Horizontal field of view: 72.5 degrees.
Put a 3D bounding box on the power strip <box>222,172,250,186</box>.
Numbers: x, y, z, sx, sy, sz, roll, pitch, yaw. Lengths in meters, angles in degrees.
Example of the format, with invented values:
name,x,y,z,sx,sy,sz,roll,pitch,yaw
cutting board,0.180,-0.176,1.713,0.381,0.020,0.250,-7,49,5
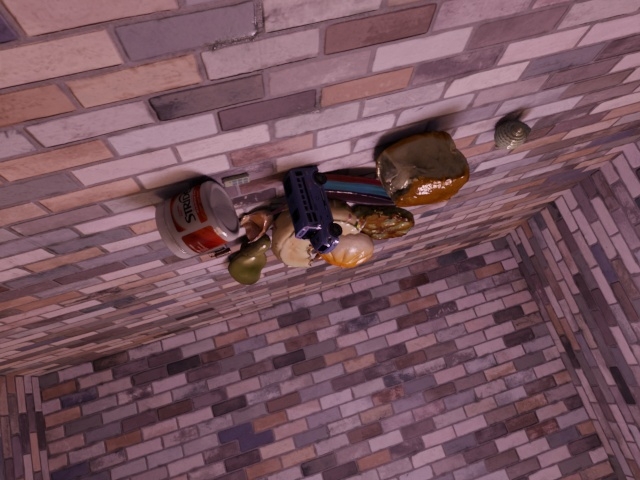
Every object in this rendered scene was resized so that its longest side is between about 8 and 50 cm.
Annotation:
name,x,y,z,sx,sy,sz,roll,pitch,yaw
power strip,-0.270,-0.193,1.402,0.090,0.016,0.040,-15,163,-12

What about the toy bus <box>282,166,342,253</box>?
name,x,y,z,sx,sy,sz,roll,pitch,yaw
toy bus,-0.034,-0.098,1.476,0.133,0.291,0.125,-6,160,-27

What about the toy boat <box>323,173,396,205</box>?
name,x,y,z,sx,sy,sz,roll,pitch,yaw
toy boat,0.155,-0.188,1.664,0.393,0.079,0.136,5,154,-25

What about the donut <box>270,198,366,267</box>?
name,x,y,z,sx,sy,sz,roll,pitch,yaw
donut,-0.043,-0.040,1.731,0.371,0.150,0.308,-36,144,29

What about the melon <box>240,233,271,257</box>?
name,x,y,z,sx,sy,sz,roll,pitch,yaw
melon,-0.287,0.022,1.918,0.162,0.099,0.099,-27,161,32

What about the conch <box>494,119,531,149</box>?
name,x,y,z,sx,sy,sz,roll,pitch,yaw
conch,0.709,-0.399,1.625,0.135,0.102,0.153,-28,-163,-5

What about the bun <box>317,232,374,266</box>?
name,x,y,z,sx,sy,sz,roll,pitch,yaw
bun,0.113,0.049,2.126,0.299,0.164,0.299,10,172,1

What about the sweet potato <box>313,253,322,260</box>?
name,x,y,z,sx,sy,sz,roll,pitch,yaw
sweet potato,0.048,0.069,2.498,0.206,0.059,0.068,-14,-160,-17

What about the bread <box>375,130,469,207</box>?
name,x,y,z,sx,sy,sz,roll,pitch,yaw
bread,0.341,-0.245,1.514,0.279,0.224,0.250,-15,165,1

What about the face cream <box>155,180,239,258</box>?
name,x,y,z,sx,sy,sz,roll,pitch,yaw
face cream,-0.380,-0.065,1.372,0.187,0.200,0.201,-21,163,11

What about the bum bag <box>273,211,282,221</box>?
name,x,y,z,sx,sy,sz,roll,pitch,yaw
bum bag,-0.126,-0.067,1.860,0.102,0.069,0.248,-7,153,11

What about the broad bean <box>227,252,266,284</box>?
name,x,y,z,sx,sy,sz,roll,pitch,yaw
broad bean,-0.364,0.119,2.161,0.189,0.121,0.263,-5,145,-22

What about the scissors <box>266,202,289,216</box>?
name,x,y,z,sx,sy,sz,roll,pitch,yaw
scissors,-0.120,-0.127,1.614,0.187,0.133,0.020,-9,146,30

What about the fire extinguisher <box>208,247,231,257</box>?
name,x,y,z,sx,sy,sz,roll,pitch,yaw
fire extinguisher,-0.454,0.056,1.971,0.101,0.032,0.046,-19,175,-17

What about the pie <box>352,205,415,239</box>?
name,x,y,z,sx,sy,sz,roll,pitch,yaw
pie,0.278,-0.083,2.041,0.289,0.102,0.354,4,162,-4

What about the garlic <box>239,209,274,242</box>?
name,x,y,z,sx,sy,sz,roll,pitch,yaw
garlic,-0.246,-0.060,1.722,0.124,0.099,0.174,-23,169,-41
